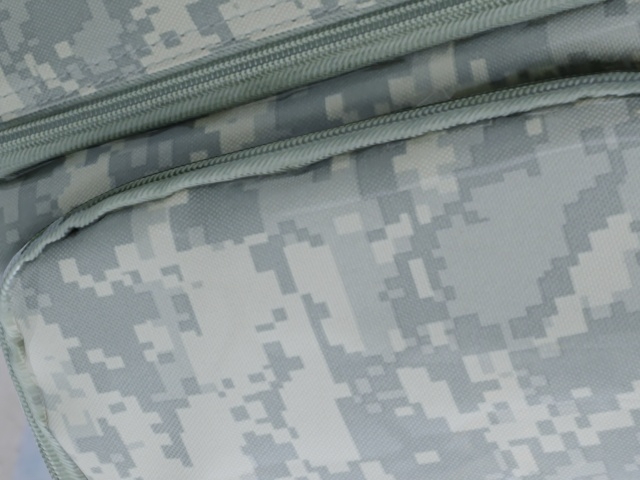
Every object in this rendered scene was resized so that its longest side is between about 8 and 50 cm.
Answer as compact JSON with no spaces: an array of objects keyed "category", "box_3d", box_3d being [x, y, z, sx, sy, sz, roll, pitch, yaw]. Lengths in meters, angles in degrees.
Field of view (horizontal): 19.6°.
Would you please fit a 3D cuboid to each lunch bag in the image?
[{"category":"lunch bag","box_3d":[0.048,-0.018,0.589,0.212,0.305,0.256,-3,82,-64]}]
